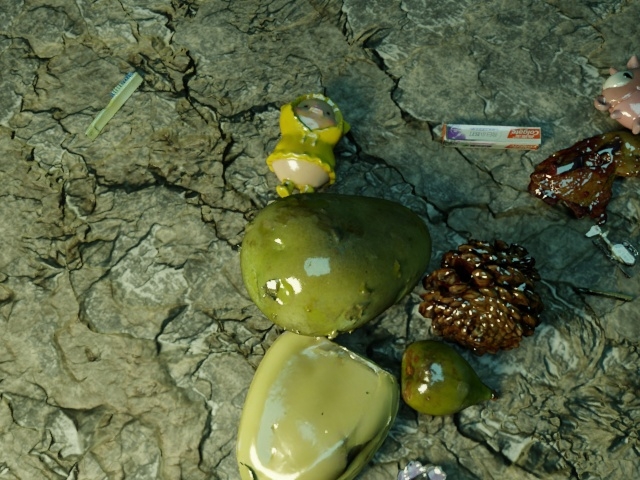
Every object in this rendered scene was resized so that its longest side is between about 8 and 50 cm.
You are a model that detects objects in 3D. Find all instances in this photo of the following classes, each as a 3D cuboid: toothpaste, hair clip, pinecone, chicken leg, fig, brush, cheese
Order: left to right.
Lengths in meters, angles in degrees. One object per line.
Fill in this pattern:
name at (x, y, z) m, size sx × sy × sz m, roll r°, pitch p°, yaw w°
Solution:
brush at (-0.445, -0.291, 1.521) m, size 0.030 × 0.033 × 0.178 m, roll 31°, pitch 76°, yaw 18°
cheese at (-0.018, 0.327, 1.263) m, size 0.260 × 0.128 × 0.315 m, roll 24°, pitch 67°, yaw 14°
hair clip at (0.188, 0.462, 1.218) m, size 0.124 × 0.052 × 0.195 m, roll -30°, pitch 48°, yaw -2°
fig at (0.236, 0.246, 1.277) m, size 0.185 × 0.126 × 0.132 m, roll 1°, pitch 53°, yaw 2°
pinecone at (0.298, 0.094, 1.285) m, size 0.222 × 0.221 × 0.221 m, roll -1°, pitch 72°, yaw 2°
toothpaste at (0.349, -0.215, 1.462) m, size 0.197 × 0.040 × 0.047 m, roll 3°, pitch 75°, yaw 3°
chicken leg at (0.574, -0.130, 1.412) m, size 0.323 × 0.083 × 0.177 m, roll -19°, pitch 81°, yaw -2°

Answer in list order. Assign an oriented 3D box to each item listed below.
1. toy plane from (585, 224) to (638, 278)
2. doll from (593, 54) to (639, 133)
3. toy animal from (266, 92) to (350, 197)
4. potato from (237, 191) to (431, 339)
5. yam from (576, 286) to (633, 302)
toy plane at (0.572, 0.016, 1.384) m, size 0.049 × 0.031 × 0.120 m, roll -39°, pitch 78°, yaw -1°
doll at (0.675, -0.283, 1.439) m, size 0.262 × 0.093 × 0.211 m, roll 1°, pitch 57°, yaw -3°
toy animal at (-0.027, -0.180, 1.421) m, size 0.156 × 0.156 × 0.229 m, roll 12°, pitch 63°, yaw 6°
potato at (0.043, 0.038, 1.274) m, size 0.359 × 0.219 × 0.269 m, roll -6°, pitch 55°, yaw -24°
yam at (0.544, 0.103, 1.365) m, size 0.107 × 0.014 × 0.014 m, roll 11°, pitch 73°, yaw 5°
